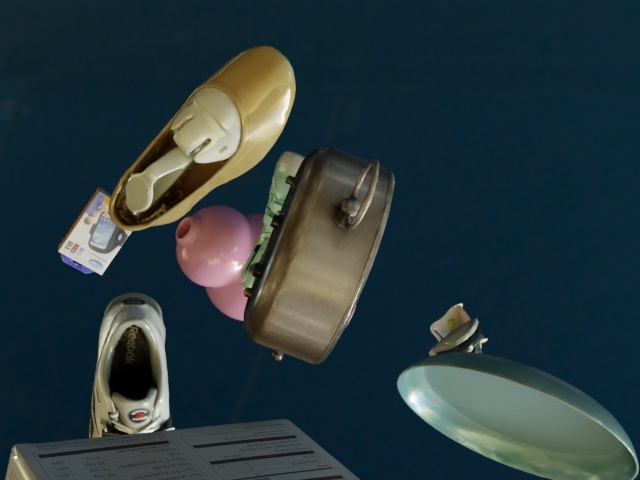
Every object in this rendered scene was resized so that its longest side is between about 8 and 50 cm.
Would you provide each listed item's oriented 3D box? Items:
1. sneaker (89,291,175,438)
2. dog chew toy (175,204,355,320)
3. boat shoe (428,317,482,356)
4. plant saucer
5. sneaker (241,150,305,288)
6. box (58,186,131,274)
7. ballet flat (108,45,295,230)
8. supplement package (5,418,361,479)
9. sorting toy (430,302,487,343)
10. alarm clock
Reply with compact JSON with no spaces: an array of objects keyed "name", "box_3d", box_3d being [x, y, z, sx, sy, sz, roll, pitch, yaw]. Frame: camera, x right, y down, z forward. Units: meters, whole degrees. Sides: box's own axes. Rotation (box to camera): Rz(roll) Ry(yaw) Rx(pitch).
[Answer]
[{"name":"sneaker","box_3d":[-0.267,0.247,1.200,0.146,0.122,0.330,-158,-116,-77]},{"name":"dog chew toy","box_3d":[-0.093,0.050,1.395,0.206,0.332,0.207,-29,-135,34]},{"name":"boat shoe","box_3d":[0.216,0.169,1.284,0.084,0.233,0.079,-35,-103,-4]},{"name":"plant saucer","box_3d":[0.254,0.227,1.115,0.317,0.044,0.317,23,-25,11]},{"name":"sneaker","box_3d":[-0.041,-0.002,1.085,0.094,0.151,0.256,27,-20,9]},{"name":"box","box_3d":[-0.359,-0.008,1.382,0.081,0.028,0.136,32,-84,-24]},{"name":"ballet flat","box_3d":[-0.105,-0.072,0.722,0.080,0.073,0.232,52,-50,5]},{"name":"supplement package","box_3d":[-0.086,0.263,0.516,0.145,0.204,0.262,29,-71,46]},{"name":"sorting toy","box_3d":[0.230,0.158,1.480,0.083,0.075,0.045,58,-34,34]},{"name":"alarm clock","box_3d":[0.000,0.000,0.513,0.064,0.129,0.192,23,-24,-8]}]
